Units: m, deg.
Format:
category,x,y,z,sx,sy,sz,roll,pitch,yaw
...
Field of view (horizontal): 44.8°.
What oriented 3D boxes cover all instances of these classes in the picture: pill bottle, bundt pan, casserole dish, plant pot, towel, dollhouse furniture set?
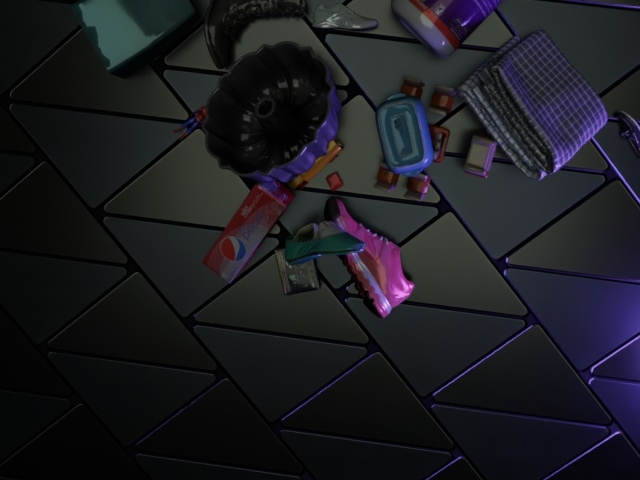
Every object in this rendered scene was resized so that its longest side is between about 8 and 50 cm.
category,x,y,z,sx,sy,sz,roll,pitch,yaw
pill bottle,0.317,-0.568,1.680,0.181,0.181,0.323,43,101,-4
bundt pan,-0.094,-0.271,1.743,0.331,0.124,0.331,-10,66,25
casserole dish,0.184,-0.235,1.731,0.114,0.037,0.188,-12,94,16
plant pot,-0.404,-0.502,1.764,0.234,0.166,0.165,-29,98,1
towel,0.476,-0.306,1.702,0.235,0.121,0.284,-40,95,-27
dollhouse furniture set,0.270,-0.222,1.799,0.259,0.135,0.262,17,102,12

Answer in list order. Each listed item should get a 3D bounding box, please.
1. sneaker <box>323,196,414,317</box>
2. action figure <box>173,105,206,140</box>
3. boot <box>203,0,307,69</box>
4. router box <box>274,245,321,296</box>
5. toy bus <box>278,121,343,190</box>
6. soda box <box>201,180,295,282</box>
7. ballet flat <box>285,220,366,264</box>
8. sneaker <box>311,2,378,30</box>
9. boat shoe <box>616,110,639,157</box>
category,x,y,z,sx,sy,sz,roll,pitch,yaw
sneaker,0.116,0.024,1.865,0.136,0.116,0.314,-30,97,-11
action figure,-0.298,-0.287,1.859,0.115,0.030,0.038,-37,102,5
boot,-0.144,-0.523,1.770,0.229,0.091,0.263,2,99,5
router box,-0.056,0.068,1.905,0.092,0.038,0.122,-11,100,6
toy bus,-0.042,-0.188,1.820,0.191,0.104,0.202,2,101,4
soda box,-0.171,-0.027,1.839,0.092,0.083,0.263,36,118,-2
ballet flat,0.000,0.000,1.776,0.247,0.083,0.087,-12,88,47
sneaker,0.057,-0.511,1.777,0.152,0.054,0.061,5,99,4
boat shoe,0.717,-0.242,1.785,0.038,0.046,0.125,-40,104,6
